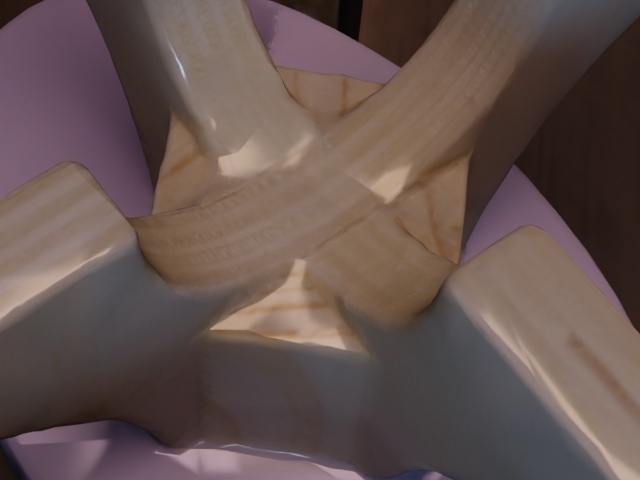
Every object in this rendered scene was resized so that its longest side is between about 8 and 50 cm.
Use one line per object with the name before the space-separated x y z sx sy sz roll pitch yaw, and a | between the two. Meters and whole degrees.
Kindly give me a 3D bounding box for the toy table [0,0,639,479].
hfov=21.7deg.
toy table | 0.000 0.000 0.433 0.274 0.161 0.252 39 66 15
